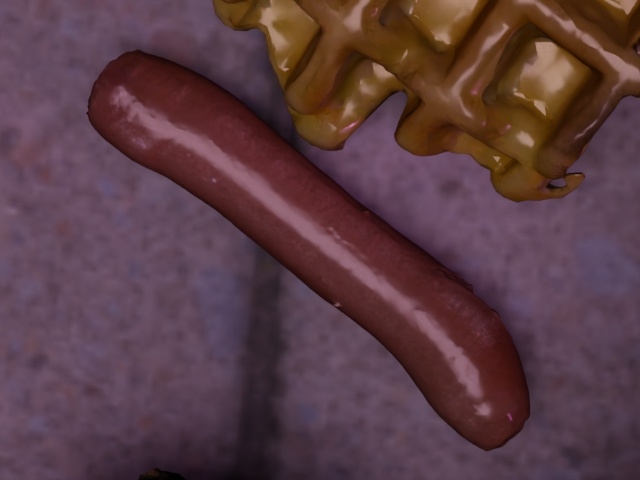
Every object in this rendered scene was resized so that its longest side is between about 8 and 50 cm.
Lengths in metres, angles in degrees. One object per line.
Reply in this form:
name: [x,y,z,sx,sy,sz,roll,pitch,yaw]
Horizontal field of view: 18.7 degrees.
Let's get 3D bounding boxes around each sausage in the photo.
sausage: [0.000,0.000,0.663,0.186,0.043,0.043,39,104,-1]

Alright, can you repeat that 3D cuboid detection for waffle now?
waffle: [0.074,-0.165,0.607,0.283,0.065,0.309,-8,102,10]

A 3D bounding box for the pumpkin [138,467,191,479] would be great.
pumpkin: [-0.047,0.176,0.647,0.190,0.146,0.190,17,117,36]
